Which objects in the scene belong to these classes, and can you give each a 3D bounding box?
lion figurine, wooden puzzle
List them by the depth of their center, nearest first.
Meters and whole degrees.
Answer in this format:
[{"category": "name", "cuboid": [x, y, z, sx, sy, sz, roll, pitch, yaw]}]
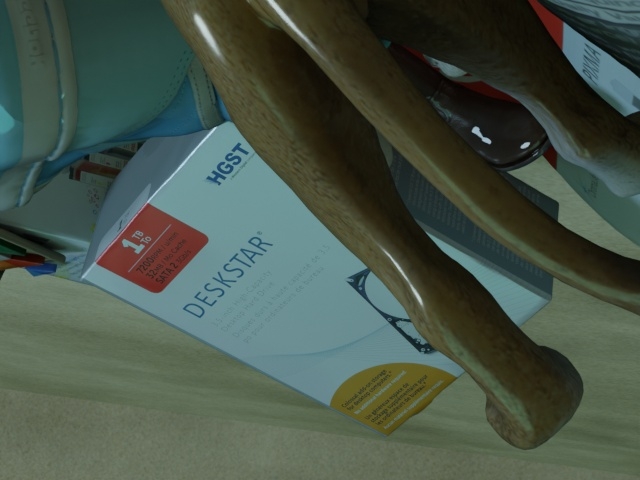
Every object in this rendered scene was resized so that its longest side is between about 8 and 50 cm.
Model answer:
[{"category": "lion figurine", "cuboid": [-0.014, -0.097, 0.635, 0.240, 0.142, 0.392, 47, 175, -25]}, {"category": "wooden puzzle", "cuboid": [-0.212, 0.005, 1.241, 0.078, 0.014, 0.116, -6, 159, 45]}]

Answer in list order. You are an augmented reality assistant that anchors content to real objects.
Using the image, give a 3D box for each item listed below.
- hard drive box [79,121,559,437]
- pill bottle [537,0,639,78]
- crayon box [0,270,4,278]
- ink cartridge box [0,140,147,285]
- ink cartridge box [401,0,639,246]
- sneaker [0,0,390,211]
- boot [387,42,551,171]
[{"category": "hard drive box", "cuboid": [0.000, 0.000, 1.188, 0.232, 0.089, 0.181, 29, 134, -17]}, {"category": "pill bottle", "cuboid": [0.100, -0.152, 0.480, 0.204, 0.204, 0.361, 0, 164, 36]}, {"category": "crayon box", "cuboid": [-0.407, -0.016, 1.499, 0.319, 0.081, 0.202, 25, 152, -10]}, {"category": "ink cartridge box", "cuboid": [-0.163, -0.046, 1.301, 0.176, 0.127, 0.128, 16, 164, -23]}, {"category": "ink cartridge box", "cuboid": [0.170, -0.061, 1.090, 0.385, 0.091, 0.308, 6, 167, 8]}, {"category": "sneaker", "cuboid": [-0.079, -0.093, 0.941, 0.208, 0.127, 0.319, -12, -175, -13]}, {"category": "boot", "cuboid": [0.059, -0.082, 1.027, 0.114, 0.037, 0.106, 36, 163, -28]}]
